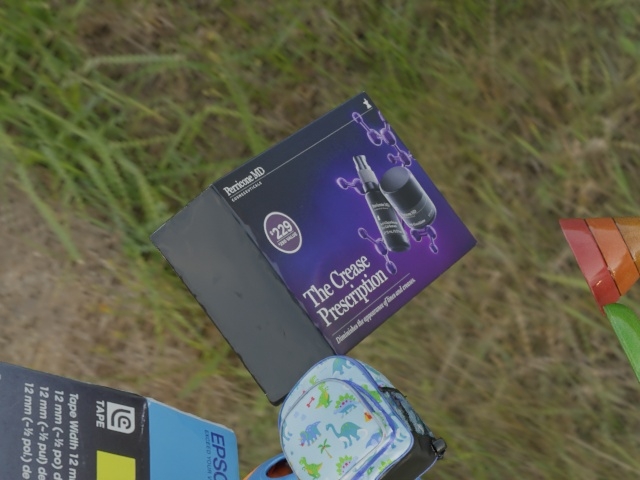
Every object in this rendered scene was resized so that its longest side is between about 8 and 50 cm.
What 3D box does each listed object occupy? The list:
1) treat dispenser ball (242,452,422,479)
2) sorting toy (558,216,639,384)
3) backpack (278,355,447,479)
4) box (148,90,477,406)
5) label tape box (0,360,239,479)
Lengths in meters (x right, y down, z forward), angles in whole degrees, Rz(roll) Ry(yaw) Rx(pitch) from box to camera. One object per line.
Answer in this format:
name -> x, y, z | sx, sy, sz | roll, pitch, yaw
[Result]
treat dispenser ball -> 0.013, 0.370, 1.942 | 0.288, 0.288, 0.288 | -6, 74, 23
sorting toy -> 0.374, 0.086, 1.869 | 0.126, 0.127, 0.365 | -26, 43, 6
backpack -> 0.020, 0.149, 1.361 | 0.105, 0.084, 0.114 | -46, 53, 13
box -> 0.000, 0.000, 1.550 | 0.184, 0.261, 0.103 | 51, 129, 2
label tape box -> -0.215, 0.196, 1.003 | 0.115, 0.347, 0.249 | -38, 44, 42
